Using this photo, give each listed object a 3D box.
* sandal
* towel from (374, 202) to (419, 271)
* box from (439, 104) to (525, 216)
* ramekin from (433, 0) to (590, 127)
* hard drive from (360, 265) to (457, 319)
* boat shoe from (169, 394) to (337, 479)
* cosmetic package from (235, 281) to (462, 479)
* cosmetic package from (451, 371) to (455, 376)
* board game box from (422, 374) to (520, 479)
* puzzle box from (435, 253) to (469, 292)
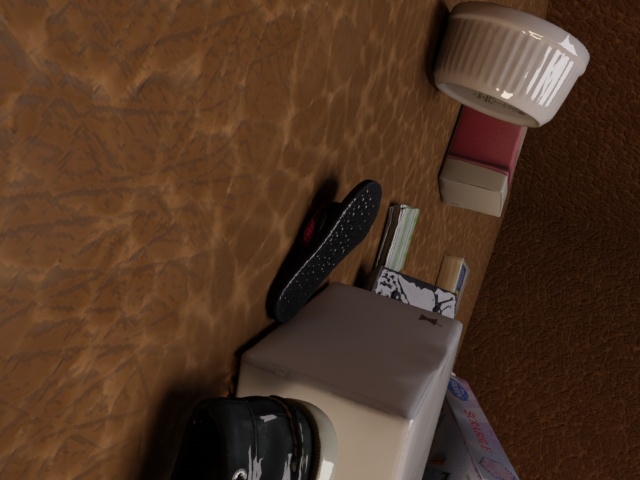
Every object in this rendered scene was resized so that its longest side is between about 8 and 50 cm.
[{"bbox_3d":[0.000,0.000,0.589,0.179,0.040,0.067,-48,146,-23],"label":"sandal"},{"bbox_3d":[0.119,-0.001,0.942,0.152,0.023,0.113,-3,111,-72],"label":"towel"},{"bbox_3d":[0.338,-0.188,1.230,0.148,0.127,0.232,50,58,-68],"label":"box"},{"bbox_3d":[0.261,-0.244,0.866,0.109,0.207,0.207,-66,162,7],"label":"ramekin"},{"bbox_3d":[0.097,0.176,0.839,0.172,0.054,0.255,20,80,-33],"label":"hard drive"},{"bbox_3d":[-0.102,0.263,0.406,0.113,0.127,0.340,31,83,-40],"label":"boat shoe"},{"bbox_3d":[0.005,0.301,0.646,0.230,0.161,0.453,-29,133,-64],"label":"cosmetic package"},{"bbox_3d":[0.184,0.311,1.188,0.099,0.060,0.239,-48,167,-24],"label":"cosmetic package"},{"bbox_3d":[0.154,0.393,0.872,0.318,0.066,0.319,-87,-160,-78],"label":"board game box"},{"bbox_3d":[0.321,0.249,1.658,0.272,0.052,0.409,29,77,-70],"label":"puzzle box"}]
